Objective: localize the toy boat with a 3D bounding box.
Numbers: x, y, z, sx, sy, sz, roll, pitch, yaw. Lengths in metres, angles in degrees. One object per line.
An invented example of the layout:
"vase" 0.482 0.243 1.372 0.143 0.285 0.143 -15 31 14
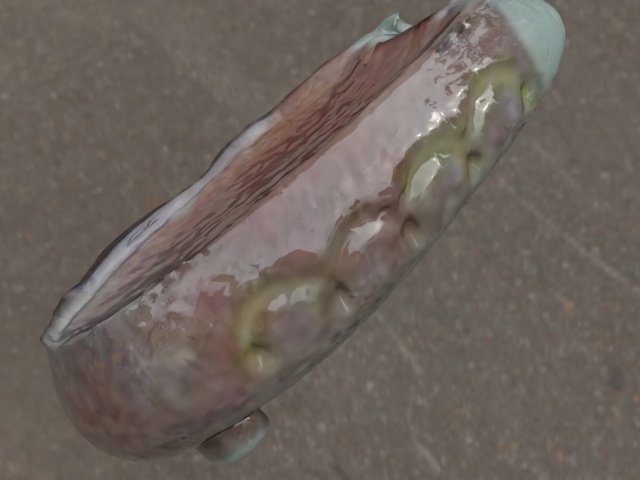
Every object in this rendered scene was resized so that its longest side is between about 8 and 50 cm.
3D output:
"toy boat" 0.000 0.000 0.594 0.227 0.085 0.155 -43 16 -18
